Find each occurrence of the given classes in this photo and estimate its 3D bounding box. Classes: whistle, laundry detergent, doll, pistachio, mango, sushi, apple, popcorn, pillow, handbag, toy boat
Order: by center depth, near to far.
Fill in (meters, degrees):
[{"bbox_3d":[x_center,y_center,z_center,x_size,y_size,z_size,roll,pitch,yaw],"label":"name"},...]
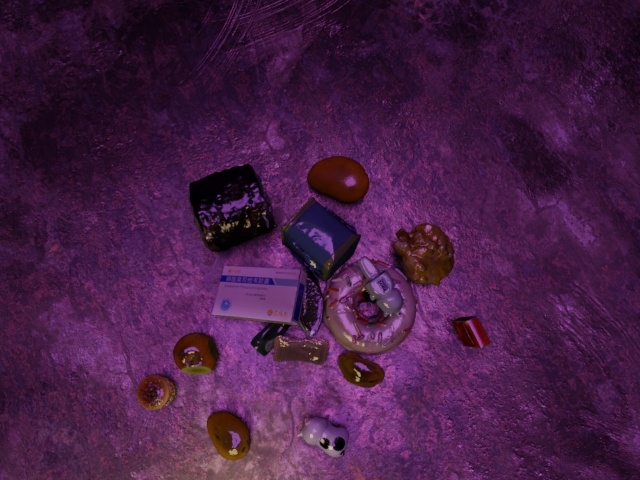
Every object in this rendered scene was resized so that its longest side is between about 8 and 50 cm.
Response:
[{"bbox_3d":[0.217,0.169,1.639,0.101,0.105,0.253,-33,87,-39],"label":"whistle"},{"bbox_3d":[-0.340,0.713,1.665,0.195,0.098,0.137,35,84,10],"label":"mango"},{"bbox_3d":[0.016,0.718,1.671,0.180,0.107,0.111,27,101,10],"label":"doll"},{"bbox_3d":[-0.468,0.426,1.688,0.146,0.147,0.163,-18,82,-4],"label":"apple"},{"bbox_3d":[0.150,0.495,1.718,0.189,0.100,0.110,27,87,3],"label":"pistachio"},{"bbox_3d":[-0.336,-0.123,1.720,0.293,0.299,0.282,-18,80,-6],"label":"sushi"},{"bbox_3d":[-0.170,0.335,1.722,0.063,0.137,0.211,37,77,27],"label":"laundry detergent"},{"bbox_3d":[-0.073,0.416,1.722,0.210,0.034,0.136,6,117,-6],"label":"pillow"},{"bbox_3d":[0.000,0.000,1.722,0.241,0.263,0.222,42,74,10],"label":"handbag"},{"bbox_3d":[-0.046,0.238,1.742,0.114,0.115,0.263,-3,88,-8],"label":"toy boat"},{"bbox_3d":[0.392,0.052,1.765,0.265,0.192,0.233,30,82,-14],"label":"popcorn"},{"bbox_3d":[0.078,-0.256,1.839,0.254,0.139,0.176,25,76,9],"label":"mango"}]

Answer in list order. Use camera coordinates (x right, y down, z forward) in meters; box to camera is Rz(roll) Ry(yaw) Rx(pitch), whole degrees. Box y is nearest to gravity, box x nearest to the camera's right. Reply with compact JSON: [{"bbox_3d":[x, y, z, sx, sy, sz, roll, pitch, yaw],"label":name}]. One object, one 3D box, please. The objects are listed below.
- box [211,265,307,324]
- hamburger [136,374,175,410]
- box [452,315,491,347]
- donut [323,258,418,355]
[{"bbox_3d":[-0.229,0.200,1.699,0.342,0.065,0.201,1,68,24],"label":"box"},{"bbox_3d":[-0.612,0.565,1.690,0.141,0.081,0.127,26,79,4],"label":"hamburger"},{"bbox_3d":[0.568,0.347,1.720,0.048,0.175,0.113,-24,80,-7],"label":"box"},{"bbox_3d":[0.194,0.250,1.746,0.381,0.142,0.384,0,78,-2],"label":"donut"}]
